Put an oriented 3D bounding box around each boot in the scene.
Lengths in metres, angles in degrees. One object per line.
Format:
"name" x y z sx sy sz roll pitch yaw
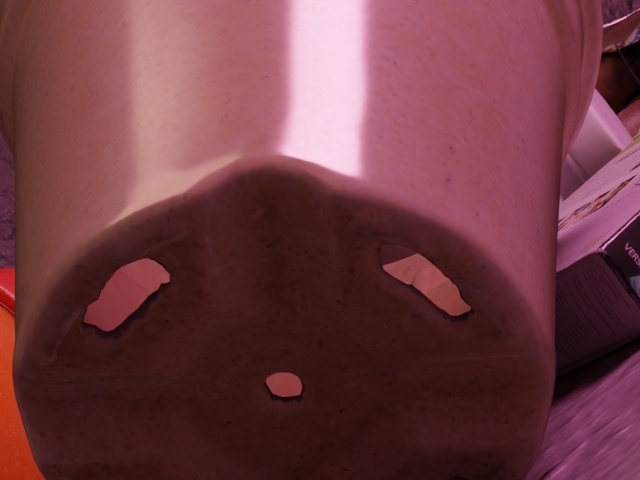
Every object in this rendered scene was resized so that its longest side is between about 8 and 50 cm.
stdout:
"boot" 0.242 -0.145 1.513 0.219 0.082 0.106 -36 -1 -14

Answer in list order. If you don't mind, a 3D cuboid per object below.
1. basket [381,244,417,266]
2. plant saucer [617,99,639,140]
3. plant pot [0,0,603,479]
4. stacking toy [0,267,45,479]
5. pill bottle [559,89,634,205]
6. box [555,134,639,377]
"basket" 0.000 0.000 1.233 0.204 0.227 0.154 -46 -30 -31
"plant saucer" 0.281 -0.095 1.514 0.310 0.050 0.310 -38 1 1
"plant pot" -0.018 -0.017 0.883 0.334 0.334 0.305 -37 28 23
"stacking toy" -0.155 0.138 1.356 0.480 0.350 0.350 -16 -12 -37
"pill bottle" 0.108 -0.013 1.346 0.246 0.136 0.136 -37 2 16
"box" 0.201 -0.021 1.103 0.322 0.058 0.232 -40 3 -34
